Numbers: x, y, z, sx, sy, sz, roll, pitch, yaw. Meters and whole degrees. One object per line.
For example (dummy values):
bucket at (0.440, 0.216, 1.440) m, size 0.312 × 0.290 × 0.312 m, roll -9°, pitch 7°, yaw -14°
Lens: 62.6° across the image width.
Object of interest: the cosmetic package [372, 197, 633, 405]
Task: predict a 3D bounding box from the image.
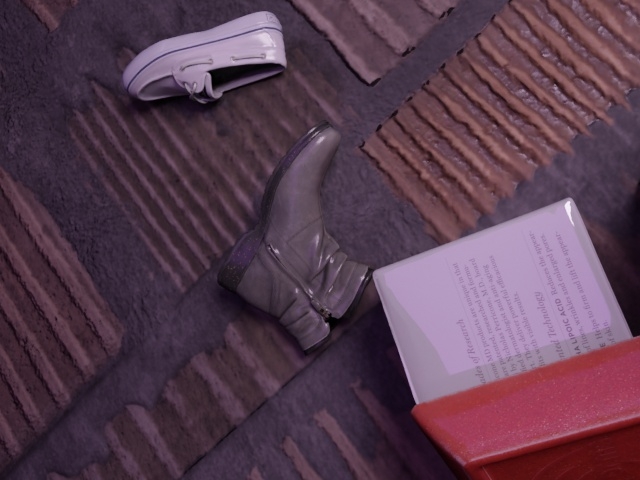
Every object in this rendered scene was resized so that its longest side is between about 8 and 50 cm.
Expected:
cosmetic package at (0.172, 0.068, 0.512) m, size 0.183 × 0.151 × 0.152 m, roll -22°, pitch 80°, yaw 17°

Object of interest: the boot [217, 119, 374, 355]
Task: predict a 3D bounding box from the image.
boot at (0.000, 0.000, 0.623) m, size 0.161 × 0.083 × 0.247 m, roll 33°, pitch 103°, yaw 11°

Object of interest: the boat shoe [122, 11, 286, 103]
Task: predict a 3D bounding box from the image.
boat shoe at (-0.151, -0.217, 0.674) m, size 0.226 × 0.083 × 0.076 m, roll -18°, pitch 80°, yaw 16°

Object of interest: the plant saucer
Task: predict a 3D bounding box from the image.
plant saucer at (0.242, 0.189, 0.446) m, size 0.258 × 0.259 × 0.048 m, roll -22°, pitch 36°, yaw 17°
